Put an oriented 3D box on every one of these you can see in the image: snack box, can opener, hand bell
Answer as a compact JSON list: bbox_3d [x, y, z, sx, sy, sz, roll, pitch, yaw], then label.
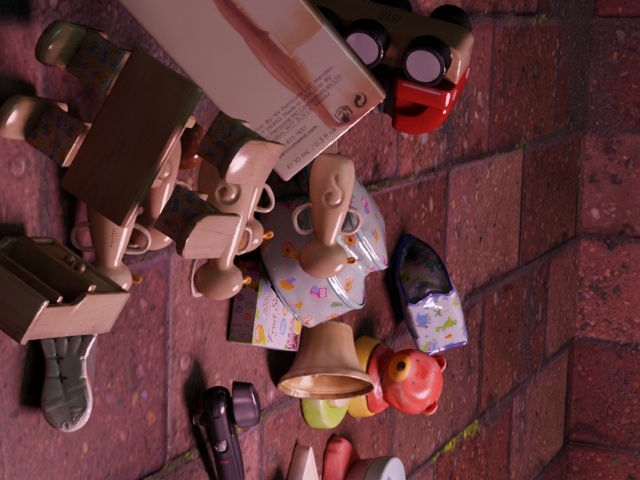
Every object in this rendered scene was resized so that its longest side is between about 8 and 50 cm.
[{"bbox_3d":[-0.063,0.082,1.897,0.141,0.037,0.100,19,75,-66],"label":"snack box"},{"bbox_3d":[-0.108,0.239,1.799,0.059,0.073,0.186,-71,165,-50],"label":"can opener"},{"bbox_3d":[0.009,0.077,2.023,0.126,0.126,0.242,47,40,-62],"label":"hand bell"}]

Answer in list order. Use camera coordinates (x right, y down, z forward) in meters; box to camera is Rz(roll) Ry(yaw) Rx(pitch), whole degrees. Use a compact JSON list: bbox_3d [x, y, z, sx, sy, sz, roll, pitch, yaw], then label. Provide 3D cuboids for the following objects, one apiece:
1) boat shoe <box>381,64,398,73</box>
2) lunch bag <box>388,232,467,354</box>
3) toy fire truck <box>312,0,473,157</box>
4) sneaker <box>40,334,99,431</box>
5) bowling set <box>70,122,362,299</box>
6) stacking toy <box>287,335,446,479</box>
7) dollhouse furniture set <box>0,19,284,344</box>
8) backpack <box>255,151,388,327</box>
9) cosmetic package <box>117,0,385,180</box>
[{"bbox_3d":[0.126,-0.232,2.226,0.285,0.103,0.092,-10,99,-71],"label":"boat shoe"},{"bbox_3d":[0.160,0.080,2.384,0.151,0.096,0.128,-105,179,-47],"label":"lunch bag"},{"bbox_3d":[0.061,-0.173,1.943,0.158,0.217,0.246,-58,161,-49],"label":"toy fire truck"},{"bbox_3d":[-0.238,0.101,1.466,0.065,0.061,0.157,143,-44,-83],"label":"sneaker"},{"bbox_3d":[-0.112,-0.033,1.577,0.200,0.287,0.154,-126,-139,-71],"label":"bowling set"},{"bbox_3d":[0.071,0.274,2.153,0.279,0.130,0.308,37,60,-65],"label":"stacking toy"},{"bbox_3d":[-0.197,-0.044,1.314,0.242,0.212,0.161,-60,162,10],"label":"dollhouse furniture set"},{"bbox_3d":[0.000,0.000,1.833,0.166,0.144,0.188,56,28,-43],"label":"backpack"},{"bbox_3d":[-0.089,-0.216,1.412,0.296,0.129,0.153,46,9,-26],"label":"cosmetic package"}]
